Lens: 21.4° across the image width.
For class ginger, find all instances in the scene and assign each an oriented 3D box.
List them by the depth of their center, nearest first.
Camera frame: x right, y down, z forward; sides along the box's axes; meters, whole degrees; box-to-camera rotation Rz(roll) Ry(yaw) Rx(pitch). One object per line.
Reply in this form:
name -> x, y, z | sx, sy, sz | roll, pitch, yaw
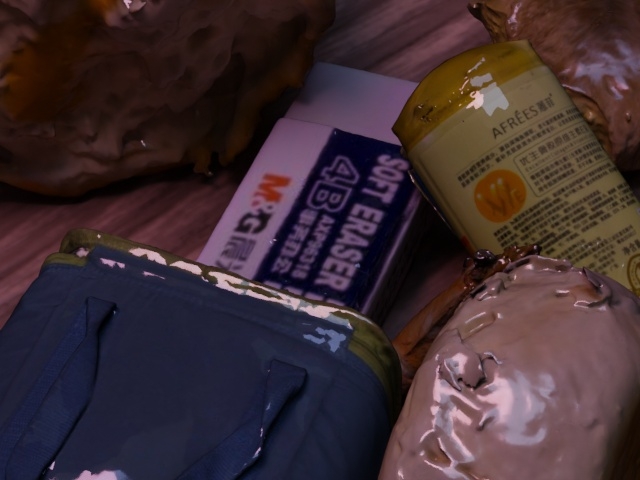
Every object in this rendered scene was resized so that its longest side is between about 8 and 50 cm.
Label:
ginger -> 0.219, -0.159, 1.290 | 0.219, 0.123, 0.270 | 4, 50, 9

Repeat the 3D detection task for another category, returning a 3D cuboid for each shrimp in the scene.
shrimp -> 0.086, 0.053, 1.094 | 0.091, 0.184, 0.043 | -20, 68, -37

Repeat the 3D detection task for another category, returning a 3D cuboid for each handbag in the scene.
handbag -> -0.101, 0.159, 0.989 | 0.263, 0.222, 0.241 | 18, 49, 15

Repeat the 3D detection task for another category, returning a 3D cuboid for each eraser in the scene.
eraser -> 0.000, 0.000, 1.196 | 0.130, 0.086, 0.287 | 16, 53, 15

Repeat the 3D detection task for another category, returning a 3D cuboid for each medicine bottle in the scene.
medicine bottle -> 0.148, -0.021, 1.133 | 0.124, 0.124, 0.239 | -31, 82, -20

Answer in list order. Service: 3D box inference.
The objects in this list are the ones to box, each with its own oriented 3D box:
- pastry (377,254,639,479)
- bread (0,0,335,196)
pastry -> 0.115, 0.140, 0.975 | 0.133, 0.265, 0.265 | 18, 54, 17
bread -> -0.116, -0.249, 1.259 | 0.250, 0.361, 0.394 | 30, 42, -27
